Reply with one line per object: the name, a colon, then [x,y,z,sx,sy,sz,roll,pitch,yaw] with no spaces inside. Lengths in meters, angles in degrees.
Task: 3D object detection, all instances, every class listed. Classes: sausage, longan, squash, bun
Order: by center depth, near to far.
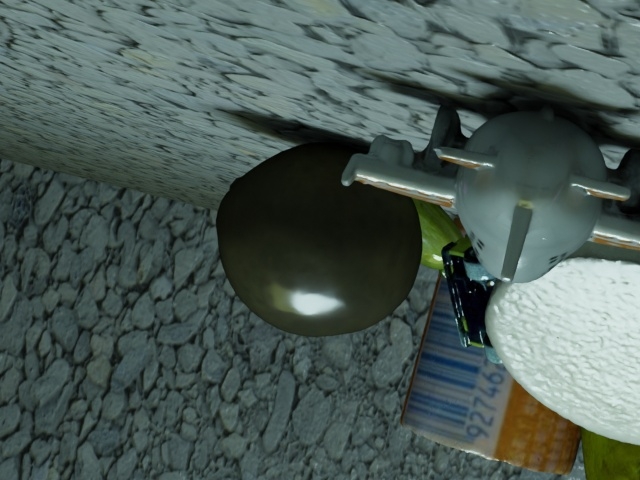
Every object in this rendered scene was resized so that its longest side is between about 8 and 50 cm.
bun: [0.291,0.045,1.472,0.263,0.175,0.263,15,141,13]
longan: [0.000,0.000,1.592,0.197,0.196,0.220,14,177,15]
squash: [0.115,-0.018,1.941,0.200,0.075,0.090,36,163,13]
sausage: [0.240,0.131,2.099,0.233,0.287,0.233,13,177,1]

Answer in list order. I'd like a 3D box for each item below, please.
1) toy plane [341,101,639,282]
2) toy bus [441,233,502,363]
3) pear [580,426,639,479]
toy plane: [0.135,-0.024,1.098,0.245,0.117,0.244,13,177,1]
toy bus: [0.266,0.054,1.694,0.150,0.128,0.262,-32,-151,-35]
pear: [0.466,0.216,1.941,0.352,0.351,0.413,14,-149,11]
